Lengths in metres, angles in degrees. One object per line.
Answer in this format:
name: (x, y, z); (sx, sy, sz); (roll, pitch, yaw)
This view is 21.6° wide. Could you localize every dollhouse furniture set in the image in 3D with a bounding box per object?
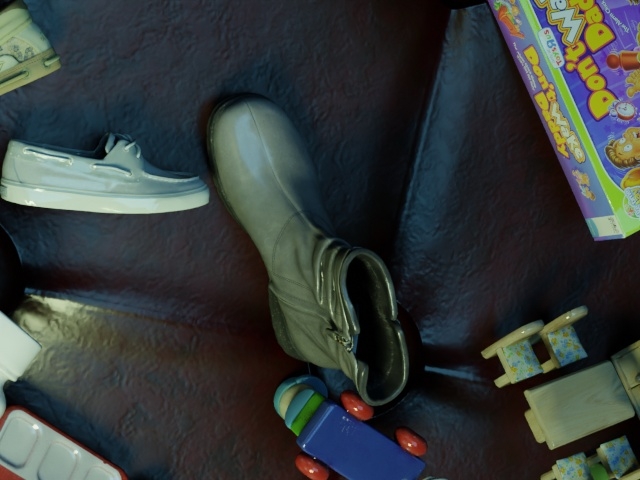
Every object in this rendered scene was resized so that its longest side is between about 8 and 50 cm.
dollhouse furniture set: (0.358, 0.173, 1.992); (0.242, 0.161, 0.212); (-15, 75, -35)

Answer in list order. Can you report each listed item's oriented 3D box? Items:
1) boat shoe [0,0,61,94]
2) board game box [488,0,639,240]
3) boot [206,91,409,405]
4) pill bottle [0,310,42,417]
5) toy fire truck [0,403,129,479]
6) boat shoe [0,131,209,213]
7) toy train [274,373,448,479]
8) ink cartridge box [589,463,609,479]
boat shoe: (-0.388, -0.130, 1.692); (0.285, 0.104, 0.089); (-41, 108, -14)
board game box: (0.365, -0.205, 1.995); (0.233, 0.078, 0.347); (-27, 96, -18)
boot: (0.000, 0.000, 1.817); (0.118, 0.222, 0.338); (-28, 108, -17)
pill bottle: (-0.421, 0.174, 1.688); (0.161, 0.161, 0.283); (43, 80, -23)
toy fire truck: (-0.270, 0.346, 1.793); (0.302, 0.169, 0.254); (36, 64, -25)
boat shoe: (-0.225, -0.074, 1.786); (0.227, 0.079, 0.081); (2, 101, -21)
toy train: (0.060, 0.246, 1.930); (0.248, 0.143, 0.105); (36, 90, -29)
ink cartridge box: (0.314, 0.400, 2.084); (0.212, 0.093, 0.154); (-43, 111, -15)
